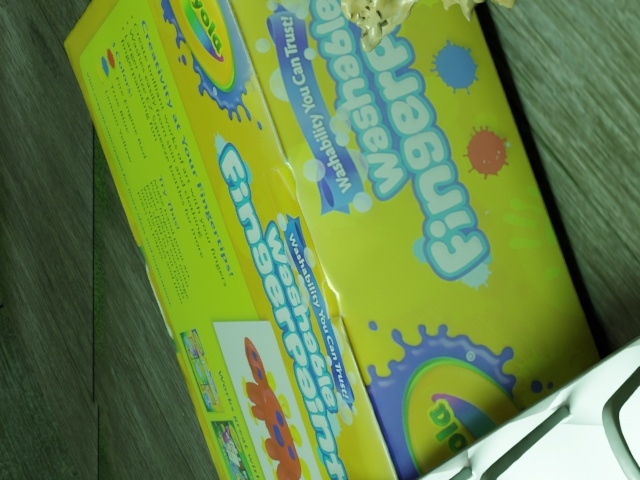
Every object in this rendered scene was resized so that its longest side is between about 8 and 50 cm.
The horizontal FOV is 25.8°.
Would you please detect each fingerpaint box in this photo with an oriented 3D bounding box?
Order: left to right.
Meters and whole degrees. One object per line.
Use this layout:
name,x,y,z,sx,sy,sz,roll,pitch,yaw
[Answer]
fingerpaint box,0.000,0.000,0.968,0.444,0.163,0.371,70,158,1

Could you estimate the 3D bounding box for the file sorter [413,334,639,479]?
file sorter,0.097,0.201,0.661,0.278,0.173,0.193,-38,82,25

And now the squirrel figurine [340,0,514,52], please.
squirrel figurine,0.016,-0.276,0.449,0.281,0.370,0.397,-25,83,67
